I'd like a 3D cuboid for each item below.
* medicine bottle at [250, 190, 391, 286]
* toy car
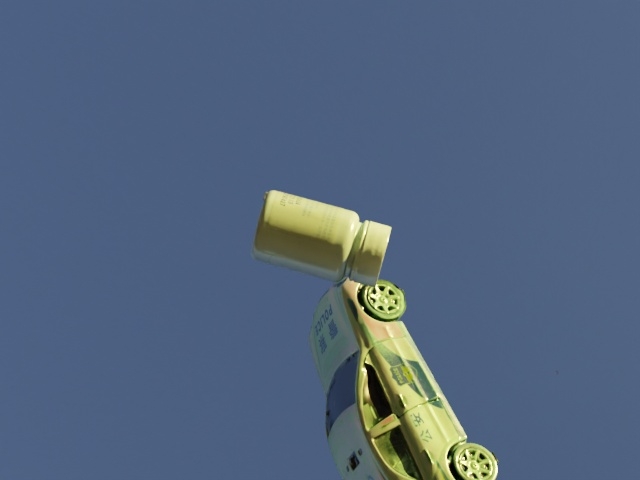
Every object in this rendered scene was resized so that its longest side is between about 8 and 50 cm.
[{"bbox_3d":[0.000,0.000,1.041,0.083,0.047,0.047,15,-92,1],"label":"medicine bottle"},{"bbox_3d":[0.046,0.128,1.144,0.076,0.090,0.224,-14,-117,-30],"label":"toy car"}]
